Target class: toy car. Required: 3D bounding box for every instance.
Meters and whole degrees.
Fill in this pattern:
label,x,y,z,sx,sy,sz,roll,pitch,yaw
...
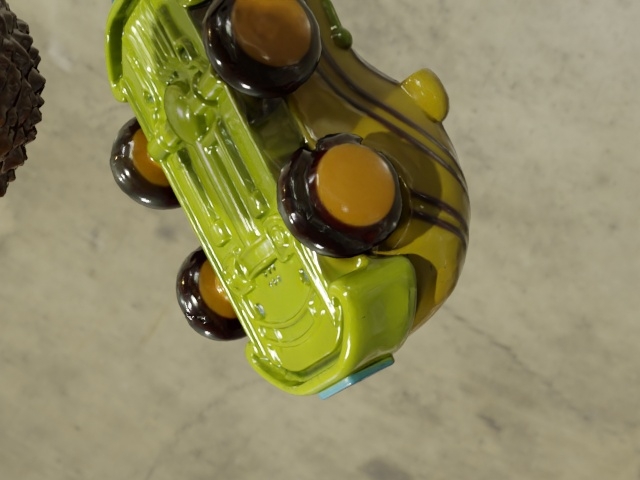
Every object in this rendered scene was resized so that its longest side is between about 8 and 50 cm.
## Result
label,x,y,z,sx,sy,sz,roll,pitch,yaw
toy car,-0.008,-0.049,0.778,0.248,0.142,0.200,64,153,2

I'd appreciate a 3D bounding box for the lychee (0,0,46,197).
label,x,y,z,sx,sy,sz,roll,pitch,yaw
lychee,-0.166,-0.052,0.558,0.123,0.123,0.129,15,133,19
